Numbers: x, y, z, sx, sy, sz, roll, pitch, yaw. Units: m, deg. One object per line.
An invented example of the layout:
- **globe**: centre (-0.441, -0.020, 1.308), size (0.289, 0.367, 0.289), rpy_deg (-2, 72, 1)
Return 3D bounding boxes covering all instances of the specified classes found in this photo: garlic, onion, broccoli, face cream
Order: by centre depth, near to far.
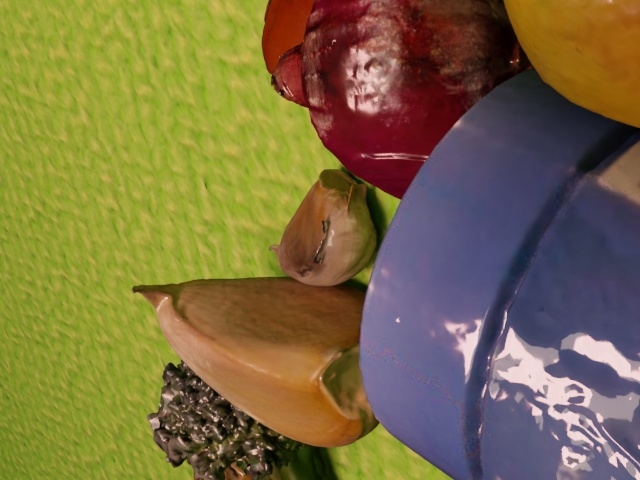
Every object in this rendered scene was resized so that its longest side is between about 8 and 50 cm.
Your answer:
- **face cream**: centre (0.182, 0.052, 0.623), size (0.225, 0.249, 0.249), rpy_deg (28, 136, 40)
- **onion**: centre (0.045, -0.097, 0.735), size (0.218, 0.139, 0.195), rpy_deg (-1, 156, 37)
- **garlic**: centre (0.008, 0.001, 1.021), size (0.152, 0.066, 0.084), rpy_deg (121, 142, -51)
- **garlic**: centre (-0.036, 0.094, 1.036), size (0.245, 0.145, 0.164), rpy_deg (17, 174, 29)
- **broccoli**: centre (-0.078, 0.205, 1.233), size (0.199, 0.177, 0.274), rpy_deg (29, 150, 33)

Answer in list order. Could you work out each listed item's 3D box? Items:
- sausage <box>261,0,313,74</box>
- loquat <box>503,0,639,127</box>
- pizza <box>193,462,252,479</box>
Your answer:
- **sausage**: centre (0.036, -0.208, 0.768), size (0.102, 0.102, 0.330), rpy_deg (54, 149, 10)
- **loquat**: centre (0.174, -0.164, 0.506), size (0.213, 0.213, 0.246), rpy_deg (43, 151, 26)
- **pizza**: centre (-0.064, 0.360, 1.379), size (0.226, 0.086, 0.335), rpy_deg (31, 138, 42)
